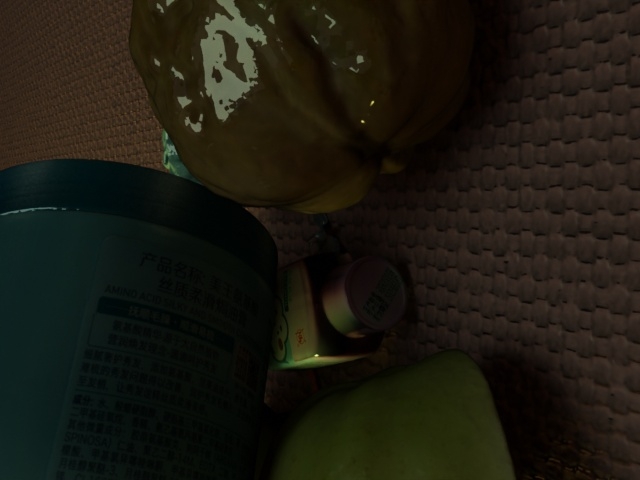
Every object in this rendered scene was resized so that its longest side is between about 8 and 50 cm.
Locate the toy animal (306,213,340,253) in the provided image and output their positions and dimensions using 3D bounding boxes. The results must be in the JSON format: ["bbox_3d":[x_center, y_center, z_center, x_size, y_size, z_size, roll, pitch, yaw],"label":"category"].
[{"bbox_3d":[-0.001,0.000,0.981,0.050,0.028,0.084,-49,51,36],"label":"toy animal"}]

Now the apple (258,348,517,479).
[{"bbox_3d":[0.072,0.286,0.749,0.320,0.311,0.361,-10,80,29],"label":"apple"}]

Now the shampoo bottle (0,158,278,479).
[{"bbox_3d":[-0.217,0.152,0.800,0.331,0.331,0.343,-38,41,51],"label":"shampoo bottle"}]

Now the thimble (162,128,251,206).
[{"bbox_3d":[-0.097,-0.147,1.017,0.235,0.143,0.199,-50,53,44],"label":"thimble"}]

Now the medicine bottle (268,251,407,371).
[{"bbox_3d":[0.010,0.076,0.909,0.188,0.094,0.119,-26,66,55],"label":"medicine bottle"}]

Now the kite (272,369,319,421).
[{"bbox_3d":[-0.002,0.249,1.017,0.232,0.009,0.189,-15,80,56],"label":"kite"}]

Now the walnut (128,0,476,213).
[{"bbox_3d":[-0.028,-0.203,0.776,0.344,0.306,0.306,61,138,30],"label":"walnut"}]

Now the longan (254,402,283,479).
[{"bbox_3d":[-0.132,0.293,1.034,0.248,0.248,0.248,6,97,56],"label":"longan"}]
